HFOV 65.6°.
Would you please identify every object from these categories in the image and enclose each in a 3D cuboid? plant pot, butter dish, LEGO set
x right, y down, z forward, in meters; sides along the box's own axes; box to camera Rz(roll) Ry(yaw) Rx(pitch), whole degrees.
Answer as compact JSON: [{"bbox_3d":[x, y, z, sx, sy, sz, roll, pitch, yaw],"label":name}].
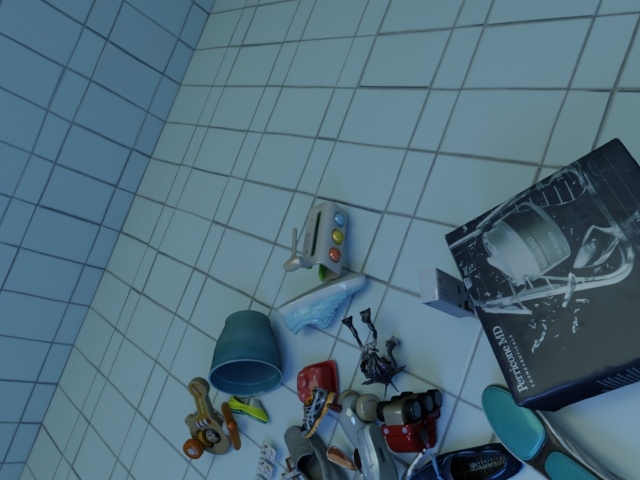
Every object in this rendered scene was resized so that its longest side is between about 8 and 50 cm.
[{"bbox_3d":[-0.286,0.420,1.918,0.272,0.272,0.255,-34,40,26],"label":"plant pot"},{"bbox_3d":[-0.029,0.507,1.747,0.160,0.118,0.159,-23,60,32],"label":"butter dish"},{"bbox_3d":[-0.132,0.850,1.766,0.244,0.060,0.182,16,96,44],"label":"LEGO set"}]

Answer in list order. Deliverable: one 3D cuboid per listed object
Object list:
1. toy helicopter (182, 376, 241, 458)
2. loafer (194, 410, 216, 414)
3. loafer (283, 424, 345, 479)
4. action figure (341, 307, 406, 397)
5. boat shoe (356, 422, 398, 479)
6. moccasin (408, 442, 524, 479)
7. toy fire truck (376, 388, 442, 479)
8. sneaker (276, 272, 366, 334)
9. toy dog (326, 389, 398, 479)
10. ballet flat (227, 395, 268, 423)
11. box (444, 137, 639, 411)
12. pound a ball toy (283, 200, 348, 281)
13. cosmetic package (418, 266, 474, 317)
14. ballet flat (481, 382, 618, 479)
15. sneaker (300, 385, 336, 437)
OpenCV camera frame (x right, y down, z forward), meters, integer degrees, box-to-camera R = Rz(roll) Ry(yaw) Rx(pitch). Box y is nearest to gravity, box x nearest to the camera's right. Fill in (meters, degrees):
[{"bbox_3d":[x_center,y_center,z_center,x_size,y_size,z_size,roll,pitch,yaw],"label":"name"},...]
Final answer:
[{"bbox_3d":[-0.427,0.688,1.928,0.235,0.140,0.354,0,112,21],"label":"toy helicopter"},{"bbox_3d":[-0.490,0.745,2.101,0.125,0.045,0.039,-10,74,35],"label":"loafer"},{"bbox_3d":[-0.038,0.727,1.657,0.319,0.111,0.112,28,85,51],"label":"loafer"},{"bbox_3d":[0.181,0.361,1.618,0.164,0.141,0.275,-27,83,21],"label":"action figure"},{"bbox_3d":[0.156,0.643,1.412,0.081,0.079,0.227,-39,53,39],"label":"boat shoe"},{"bbox_3d":[0.373,0.624,1.356,0.342,0.117,0.137,-38,52,23],"label":"moccasin"},{"bbox_3d":[0.259,0.571,1.424,0.159,0.217,0.246,-18,77,34],"label":"toy fire truck"},{"bbox_3d":[0.025,0.238,1.828,0.366,0.135,0.150,-26,94,22],"label":"sneaker"},{"bbox_3d":[0.095,0.624,1.548,0.220,0.161,0.333,-52,40,45],"label":"toy dog"},{"bbox_3d":[-0.283,0.652,1.943,0.231,0.077,0.077,-1,56,42],"label":"ballet flat"},{"bbox_3d":[0.643,0.104,1.215,0.472,0.297,0.479,-34,54,28],"label":"box"},{"bbox_3d":[0.000,0.000,1.816,0.136,0.208,0.319,-20,48,36],"label":"pound a ball toy"},{"bbox_3d":[0.373,0.155,1.457,0.061,0.239,0.098,-19,62,35],"label":"cosmetic package"},{"bbox_3d":[0.570,0.515,1.226,0.139,0.139,0.400,-56,43,8],"label":"ballet flat"},{"bbox_3d":[-0.024,0.574,1.673,0.083,0.084,0.214,29,112,7],"label":"sneaker"}]
